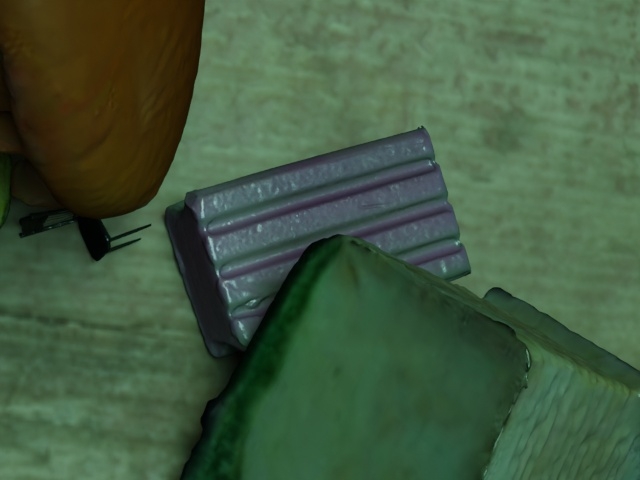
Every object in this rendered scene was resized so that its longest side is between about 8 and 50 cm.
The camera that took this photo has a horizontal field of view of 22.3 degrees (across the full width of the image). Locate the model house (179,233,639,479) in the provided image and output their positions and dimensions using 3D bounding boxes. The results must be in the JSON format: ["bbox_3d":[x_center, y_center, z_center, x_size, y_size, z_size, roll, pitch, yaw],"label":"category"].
[{"bbox_3d":[0.089,0.186,1.125,0.284,0.243,0.298,19,100,-45],"label":"model house"}]

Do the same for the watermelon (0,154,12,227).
[{"bbox_3d":[-0.311,-0.068,1.026,0.232,0.127,0.204,45,41,-32],"label":"watermelon"}]

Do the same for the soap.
[{"bbox_3d":[0.000,0.000,1.189,0.203,0.065,0.122,-16,87,-25],"label":"soap"}]

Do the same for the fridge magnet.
[{"bbox_3d":[-0.158,-0.194,1.023,0.155,0.363,0.363,-2,80,8],"label":"fridge magnet"}]

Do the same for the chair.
[{"bbox_3d":[-0.164,-0.007,1.136,0.086,0.037,0.042,-17,76,-29],"label":"chair"}]
